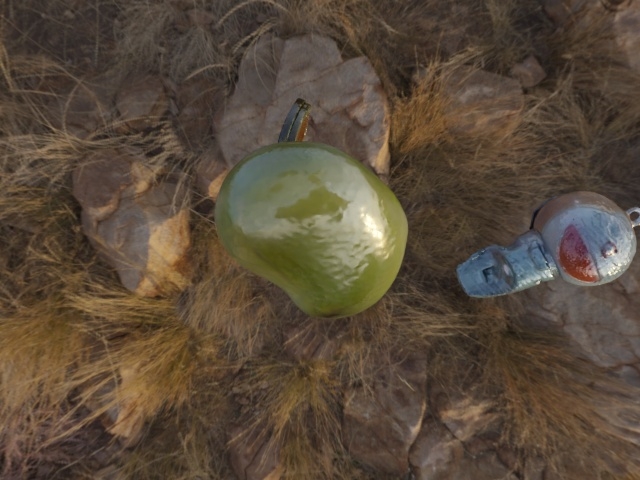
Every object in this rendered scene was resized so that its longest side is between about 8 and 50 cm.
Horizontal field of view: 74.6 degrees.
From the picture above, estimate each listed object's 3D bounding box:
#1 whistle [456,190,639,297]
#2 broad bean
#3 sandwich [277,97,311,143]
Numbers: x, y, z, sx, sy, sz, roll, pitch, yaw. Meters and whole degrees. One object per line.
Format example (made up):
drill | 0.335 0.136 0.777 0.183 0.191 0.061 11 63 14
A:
whistle | 0.433 0.026 0.803 0.348 0.189 0.189 -27 91 20
broad bean | 0.000 0.000 0.459 0.189 0.263 0.121 -18 59 16
sandwich | -0.038 -0.165 0.636 0.026 0.069 0.101 20 67 9
